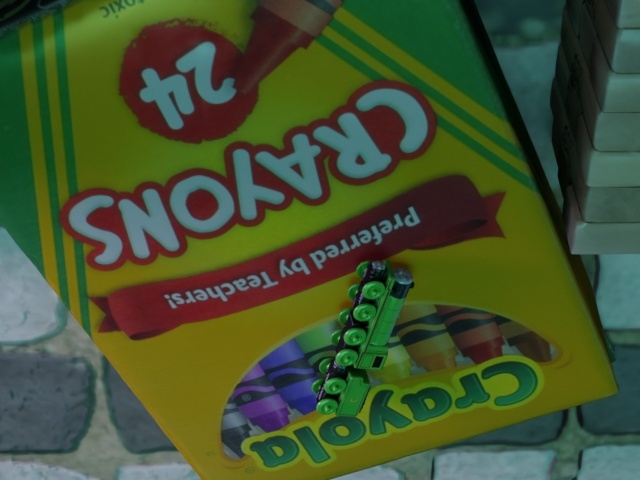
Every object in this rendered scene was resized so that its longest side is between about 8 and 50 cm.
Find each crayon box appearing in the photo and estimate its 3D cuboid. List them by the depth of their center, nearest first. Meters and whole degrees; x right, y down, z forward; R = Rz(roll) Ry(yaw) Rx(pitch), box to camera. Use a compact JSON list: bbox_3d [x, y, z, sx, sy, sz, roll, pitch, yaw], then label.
[{"bbox_3d":[0.000,0.000,0.528,0.202,0.081,0.318,-21,126,15],"label":"crayon box"}]

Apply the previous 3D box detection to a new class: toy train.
[{"bbox_3d":[0.017,0.041,0.498,0.023,0.017,0.083,6,128,-18],"label":"toy train"}]

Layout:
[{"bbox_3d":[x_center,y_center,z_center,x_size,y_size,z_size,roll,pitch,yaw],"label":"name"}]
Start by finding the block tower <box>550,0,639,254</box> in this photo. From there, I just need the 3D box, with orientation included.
[{"bbox_3d":[0.143,-0.138,0.413,0.097,0.091,0.335,-1,128,2],"label":"block tower"}]
